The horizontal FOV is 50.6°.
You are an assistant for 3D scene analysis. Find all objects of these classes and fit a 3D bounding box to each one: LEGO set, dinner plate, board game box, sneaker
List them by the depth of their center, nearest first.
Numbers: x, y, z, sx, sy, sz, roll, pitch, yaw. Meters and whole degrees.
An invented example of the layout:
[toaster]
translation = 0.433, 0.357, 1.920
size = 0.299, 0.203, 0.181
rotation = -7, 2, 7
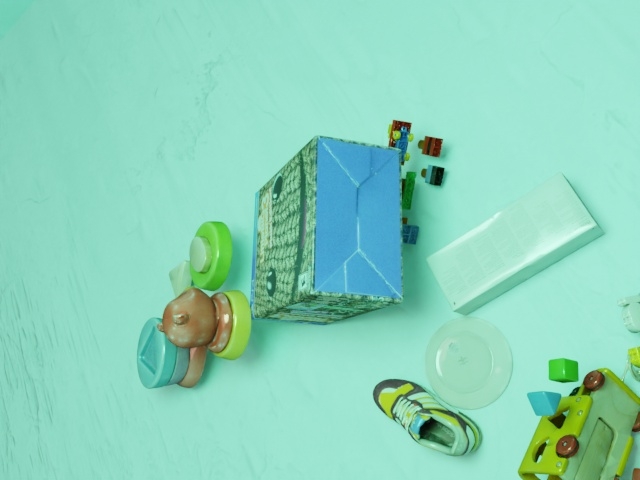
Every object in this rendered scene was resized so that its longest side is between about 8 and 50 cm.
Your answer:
[LEGO set]
translation = 0.422, 0.163, 0.835
size = 0.093, 0.087, 0.227
rotation = -8, 71, -8
[sneaker]
translation = 0.146, 0.261, 1.016
size = 0.186, 0.084, 0.069
rotation = 20, 94, 35
[dinner plate]
translation = 0.221, 0.185, 1.033
size = 0.141, 0.017, 0.141
rotation = -11, 70, 31
[board game box]
translation = 0.000, 0.000, 1.067
size = 0.291, 0.141, 0.231
rotation = 148, 126, -64

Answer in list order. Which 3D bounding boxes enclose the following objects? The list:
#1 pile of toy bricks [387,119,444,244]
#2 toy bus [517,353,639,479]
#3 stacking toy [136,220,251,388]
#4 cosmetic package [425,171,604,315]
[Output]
[pile of toy bricks]
translation = 0.123, -0.093, 1.136
size = 0.105, 0.118, 0.212
rotation = -148, 67, -63
[toy bus]
translation = 0.338, 0.248, 0.882
size = 0.104, 0.202, 0.190
rotation = -28, 67, 59
[stacking toy]
translation = -0.264, 0.115, 1.236
size = 0.309, 0.131, 0.279
rotation = -42, 50, 44
[cosmetic package]
translation = 0.285, 0.010, 1.012
size = 0.239, 0.060, 0.098
rotation = -35, 59, 21
